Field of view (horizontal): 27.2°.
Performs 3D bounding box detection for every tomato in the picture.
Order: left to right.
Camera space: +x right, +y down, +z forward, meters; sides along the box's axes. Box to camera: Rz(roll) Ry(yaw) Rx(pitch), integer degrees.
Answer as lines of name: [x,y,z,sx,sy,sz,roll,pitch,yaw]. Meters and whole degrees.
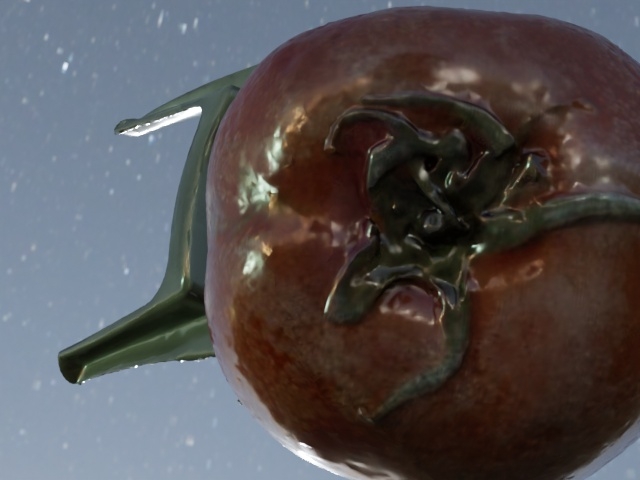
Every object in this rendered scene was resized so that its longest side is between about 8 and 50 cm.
tomato: [0.061,0.010,0.594,0.232,0.231,0.188,-8,-6,13]

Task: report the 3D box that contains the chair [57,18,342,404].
chair: [0.000,0.000,0.801,0.191,0.203,0.275,24,-25,-30]
